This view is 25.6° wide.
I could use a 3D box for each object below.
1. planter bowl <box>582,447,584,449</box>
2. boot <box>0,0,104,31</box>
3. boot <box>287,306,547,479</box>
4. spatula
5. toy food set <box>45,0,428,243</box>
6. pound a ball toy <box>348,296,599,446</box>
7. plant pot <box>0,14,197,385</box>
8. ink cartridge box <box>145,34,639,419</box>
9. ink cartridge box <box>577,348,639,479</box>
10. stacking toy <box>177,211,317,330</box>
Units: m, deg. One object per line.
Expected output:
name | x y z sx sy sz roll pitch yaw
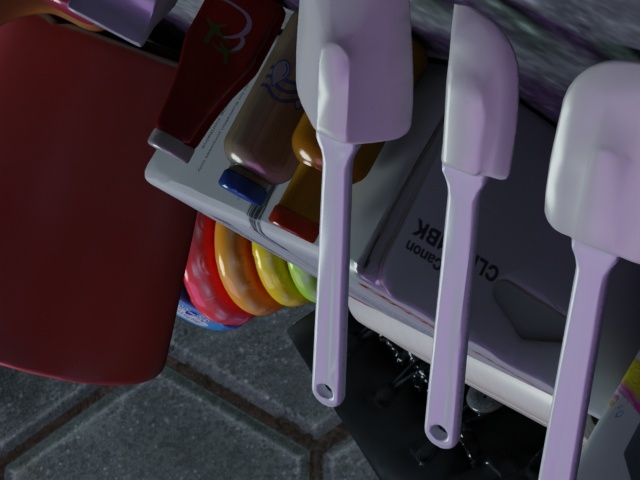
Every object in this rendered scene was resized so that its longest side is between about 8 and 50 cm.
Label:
planter bowl | 0.234 0.103 1.036 0.162 0.162 0.109 25 151 52
boot | -0.231 -0.141 0.897 0.197 0.152 0.073 30 177 -38
boot | 0.209 0.138 1.250 0.445 0.367 0.146 -130 25 -60
spatula | 0.055 0.005 0.584 0.168 0.019 0.242 23 135 23
toy food set | -0.073 -0.093 0.686 0.232 0.105 0.111 28 178 4
pound a ball toy | 0.128 0.084 0.940 0.135 0.208 0.319 34 176 -31
plant pot | -0.210 -0.051 1.104 0.275 0.243 0.275 20 -173 -3
ink cartridge box | 0.051 -0.016 0.792 0.197 0.114 0.273 30 177 -31
ink cartridge box | 0.205 0.117 0.711 0.093 0.212 0.154 31 180 35
stacking toy | 0.000 0.000 1.330 0.301 0.166 0.175 0 159 30
